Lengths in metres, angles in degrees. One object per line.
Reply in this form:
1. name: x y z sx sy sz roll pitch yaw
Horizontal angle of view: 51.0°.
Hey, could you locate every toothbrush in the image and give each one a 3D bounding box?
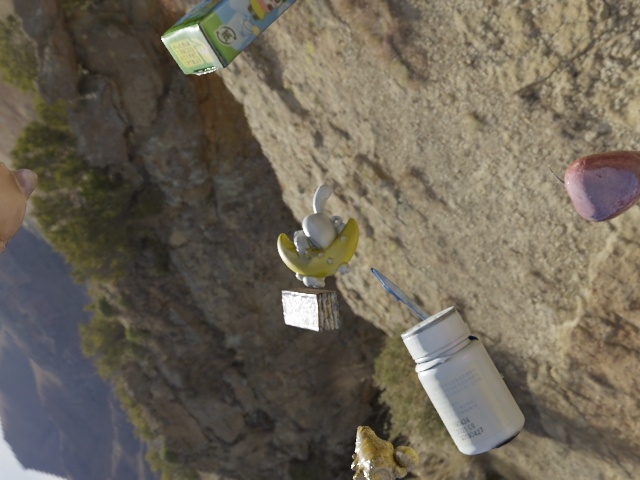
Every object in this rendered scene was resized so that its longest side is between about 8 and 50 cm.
1. toothbrush: 0.276 0.207 1.641 0.413 0.042 0.035 41 172 9

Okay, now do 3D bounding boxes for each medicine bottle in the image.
1. medicine bottle: 0.271 0.267 1.297 0.258 0.143 0.143 62 159 5

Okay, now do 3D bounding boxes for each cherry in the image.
1. cherry: 0.402 -0.080 0.951 0.106 0.087 0.126 24 148 -24

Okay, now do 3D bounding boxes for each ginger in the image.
1. ginger: 0.116 0.458 1.394 0.081 0.115 0.205 40 163 -18

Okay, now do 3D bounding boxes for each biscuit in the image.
1. biscuit: -0.027 0.193 1.897 0.252 0.070 0.106 -1 95 62

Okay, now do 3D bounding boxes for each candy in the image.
1. candy: -0.092 -0.285 0.812 0.097 0.194 0.062 8 142 51

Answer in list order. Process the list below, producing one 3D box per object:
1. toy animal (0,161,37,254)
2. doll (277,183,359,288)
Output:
1. toy animal: -0.497 0.015 0.858 0.213 0.256 0.195 -14 139 19
2. doll: 0.000 0.000 1.881 0.252 0.237 0.111 54 -166 28
